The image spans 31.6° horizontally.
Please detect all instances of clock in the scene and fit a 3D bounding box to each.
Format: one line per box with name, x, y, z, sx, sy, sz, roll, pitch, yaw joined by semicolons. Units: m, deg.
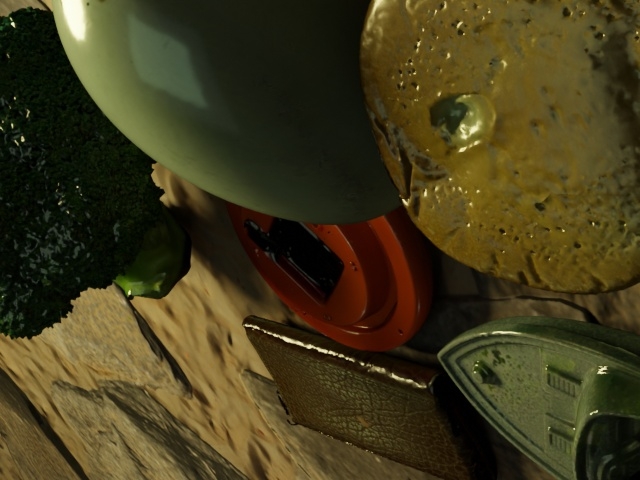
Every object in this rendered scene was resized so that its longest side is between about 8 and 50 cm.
clock;0.000;0.000;0.872;0.205;0.051;0.205;32;145;27

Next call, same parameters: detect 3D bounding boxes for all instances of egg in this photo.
egg;-0.040;-0.117;0.674;0.264;0.183;0.183;43;150;-6

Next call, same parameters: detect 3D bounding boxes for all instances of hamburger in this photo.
hamburger;0.124;-0.081;0.562;0.189;0.122;0.215;-13;108;49

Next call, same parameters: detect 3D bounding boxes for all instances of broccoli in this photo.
broccoli;-0.235;-0.052;0.966;0.298;0.297;0.297;29;169;32

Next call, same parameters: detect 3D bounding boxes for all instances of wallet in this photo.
wallet;0.038;0.135;0.979;0.243;0.039;0.132;9;136;47

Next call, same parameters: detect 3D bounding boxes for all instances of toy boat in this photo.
toy boat;0.202;0.128;0.703;0.320;0.092;0.141;24;138;38
